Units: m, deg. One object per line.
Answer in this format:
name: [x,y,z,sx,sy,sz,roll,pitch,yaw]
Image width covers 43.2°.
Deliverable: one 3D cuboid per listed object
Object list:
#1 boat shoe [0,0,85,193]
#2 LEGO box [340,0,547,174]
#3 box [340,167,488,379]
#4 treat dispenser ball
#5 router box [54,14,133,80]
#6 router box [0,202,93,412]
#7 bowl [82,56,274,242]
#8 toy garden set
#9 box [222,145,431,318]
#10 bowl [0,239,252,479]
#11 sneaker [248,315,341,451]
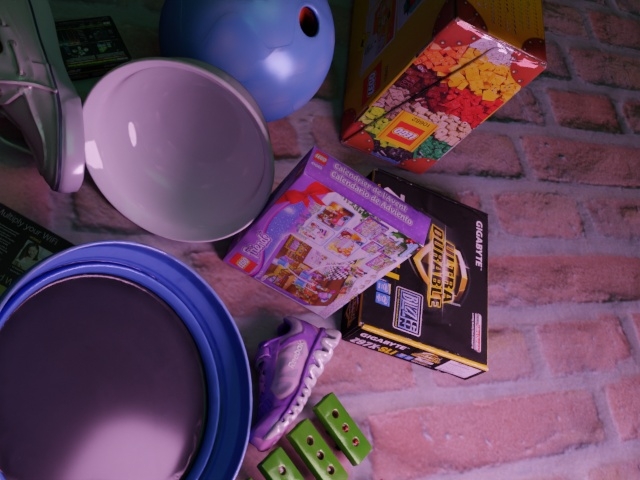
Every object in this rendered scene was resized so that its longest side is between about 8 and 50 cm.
boat shoe: [-0.451,-0.226,1.172,0.156,0.136,0.367,-6,65,-33]
LEGO box: [0.222,-0.442,1.538,0.193,0.372,0.500,19,57,-21]
box: [0.175,0.057,1.428,0.257,0.079,0.322,20,56,-18]
treat dispenser ball: [-0.121,-0.335,1.331,0.288,0.288,0.288,14,59,-24]
router box: [-0.383,-0.314,1.322,0.122,0.038,0.092,-19,75,-36]
router box: [-0.479,0.056,1.036,0.309,0.081,0.243,32,53,-12]
bowl: [-0.196,-0.155,1.212,0.298,0.298,0.134,36,35,-9]
toy garden set: [-0.005,0.375,1.166,0.204,0.049,0.244,55,45,-2]
box: [0.000,0.000,1.215,0.201,0.293,0.057,31,53,-14]
bowl: [-0.259,0.195,1.031,0.391,0.077,0.391,18,64,-40]
sneaker: [-0.061,0.203,1.206,0.104,0.095,0.236,34,47,-3]
